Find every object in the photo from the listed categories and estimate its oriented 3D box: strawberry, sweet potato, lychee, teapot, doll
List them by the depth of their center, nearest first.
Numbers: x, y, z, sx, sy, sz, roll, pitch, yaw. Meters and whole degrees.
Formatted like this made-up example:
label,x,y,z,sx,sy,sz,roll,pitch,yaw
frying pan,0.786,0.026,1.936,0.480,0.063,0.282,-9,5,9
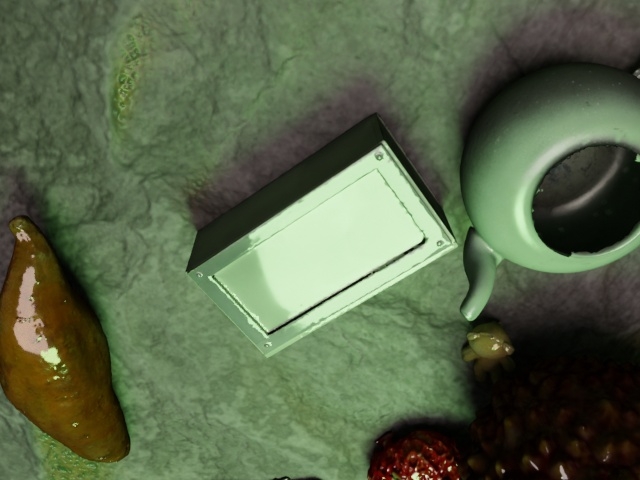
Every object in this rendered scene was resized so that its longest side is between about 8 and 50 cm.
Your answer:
label,x,y,z,sx,sy,sz,roll,pitch,yaw
teapot,0.225,-0.058,0.598,0.193,0.129,0.294,37,113,-20
lychee,0.291,0.268,0.690,0.306,0.330,0.306,17,137,17
sweet potato,-0.282,0.131,0.714,0.112,0.112,0.359,-1,122,0
doll,0.186,0.131,0.749,0.061,0.051,0.093,12,119,23
strawberry,0.128,0.300,0.823,0.145,0.086,0.145,0,117,1

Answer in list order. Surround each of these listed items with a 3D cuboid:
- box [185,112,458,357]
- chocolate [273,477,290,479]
label,x,y,z,sx,sy,sz,roll,pitch,yaw
box,0.000,0.000,0.655,0.225,0.086,0.129,-32,115,16
chocolate,-0.104,0.401,0.879,0.261,0.083,0.161,-7,121,3
